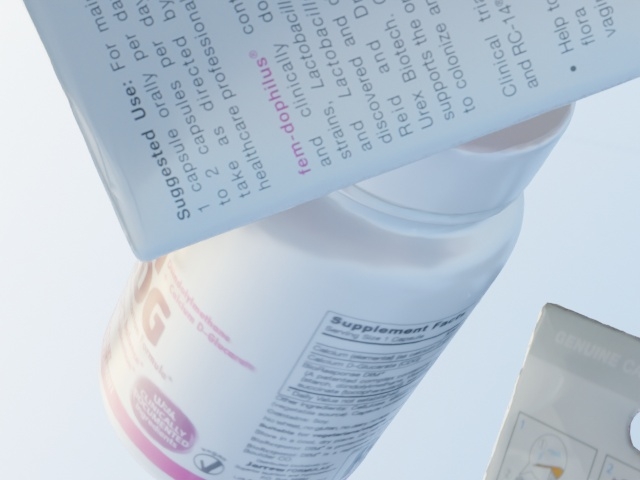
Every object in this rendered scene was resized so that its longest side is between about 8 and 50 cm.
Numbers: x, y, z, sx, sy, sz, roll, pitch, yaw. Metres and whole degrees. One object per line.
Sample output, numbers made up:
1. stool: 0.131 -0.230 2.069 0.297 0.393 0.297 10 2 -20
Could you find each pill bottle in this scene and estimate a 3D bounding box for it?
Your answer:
1. pill bottle: 0.000 0.000 0.699 0.160 0.283 0.160 14 -134 -15

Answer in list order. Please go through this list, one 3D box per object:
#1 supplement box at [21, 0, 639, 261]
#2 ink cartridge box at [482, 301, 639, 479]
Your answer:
1. supplement box: 0.035 -0.094 0.385 0.220 0.114 0.111 -22 -163 6
2. ink cartridge box: 0.198 0.263 0.794 0.091 0.385 0.308 12 -173 -40
